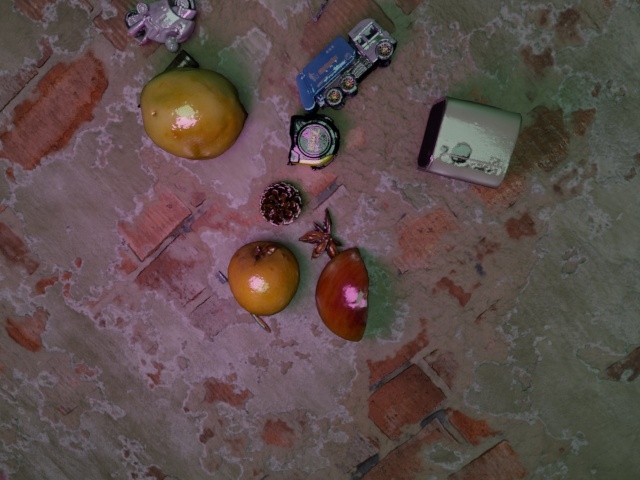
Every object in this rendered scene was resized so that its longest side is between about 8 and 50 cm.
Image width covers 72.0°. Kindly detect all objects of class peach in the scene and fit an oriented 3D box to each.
[{"bbox_3d":[-0.422,-0.430,1.473,0.315,0.314,0.281,-19,65,7],"label":"peach"}]

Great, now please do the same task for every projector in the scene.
[{"bbox_3d":[0.484,-0.327,1.477,0.249,0.248,0.248,14,102,-1],"label":"projector"}]

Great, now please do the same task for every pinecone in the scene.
[{"bbox_3d":[-0.146,-0.126,1.588,0.163,0.165,0.163,1,106,5],"label":"pinecone"}]

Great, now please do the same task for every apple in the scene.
[{"bbox_3d":[0.094,0.211,1.647,0.254,0.179,0.346,15,110,31],"label":"apple"}]

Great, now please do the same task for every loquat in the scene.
[{"bbox_3d":[-0.201,0.125,1.596,0.275,0.275,0.275,0,102,2],"label":"loquat"}]

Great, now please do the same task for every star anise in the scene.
[{"bbox_3d":[0.000,0.001,1.666,0.157,0.053,0.212,-23,104,3],"label":"star anise"}]

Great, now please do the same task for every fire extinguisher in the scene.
[{"bbox_3d":[-0.544,-0.556,1.541,0.252,0.106,0.075,-43,74,10],"label":"fire extinguisher"}]

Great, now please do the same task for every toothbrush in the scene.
[{"bbox_3d":[-0.303,0.247,1.747,0.031,0.023,0.321,-39,97,17],"label":"toothbrush"}]

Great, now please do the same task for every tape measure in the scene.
[{"bbox_3d":[-0.020,-0.349,1.565,0.186,0.112,0.199,8,108,8],"label":"tape measure"}]

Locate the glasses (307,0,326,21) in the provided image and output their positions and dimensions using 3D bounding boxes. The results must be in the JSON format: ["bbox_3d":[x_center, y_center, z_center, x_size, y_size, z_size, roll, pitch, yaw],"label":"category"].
[{"bbox_3d":[-0.027,-0.826,1.485,0.104,0.062,0.140,28,101,-3],"label":"glasses"}]

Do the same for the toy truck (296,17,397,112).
[{"bbox_3d":[0.081,-0.576,1.493,0.367,0.146,0.175,-39,94,10],"label":"toy truck"}]

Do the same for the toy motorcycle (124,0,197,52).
[{"bbox_3d":[-0.533,-0.732,1.508,0.260,0.110,0.171,-13,113,10],"label":"toy motorcycle"}]
